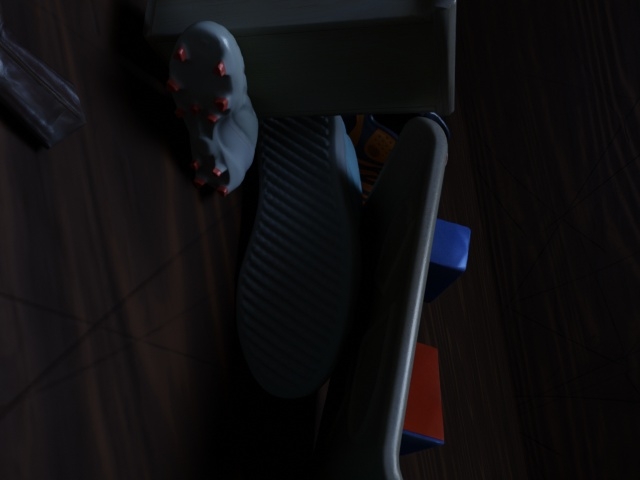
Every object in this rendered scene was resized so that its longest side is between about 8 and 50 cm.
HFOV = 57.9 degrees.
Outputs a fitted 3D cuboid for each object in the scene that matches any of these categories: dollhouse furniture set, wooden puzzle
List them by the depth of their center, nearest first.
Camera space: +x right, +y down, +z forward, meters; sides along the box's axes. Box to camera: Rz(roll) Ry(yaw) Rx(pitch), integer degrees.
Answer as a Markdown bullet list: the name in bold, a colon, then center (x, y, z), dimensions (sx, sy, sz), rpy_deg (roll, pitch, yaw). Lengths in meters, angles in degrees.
- **dollhouse furniture set**: center (0.004, -0.336, 0.569), dimensions (0.362, 0.256, 0.394), rpy_deg (53, 40, -71)
- **wooden puzzle**: center (0.071, 0.101, 0.606), dimensions (0.322, 0.080, 0.348), rpy_deg (112, -11, -63)

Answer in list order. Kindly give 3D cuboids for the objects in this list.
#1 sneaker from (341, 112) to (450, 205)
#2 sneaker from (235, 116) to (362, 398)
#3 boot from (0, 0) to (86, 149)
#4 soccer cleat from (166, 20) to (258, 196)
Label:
- **sneaker**: center (0.118, -0.090, 0.877), dimensions (0.321, 0.180, 0.124), rpy_deg (49, 61, -41)
- **sneaker**: center (0.000, 0.000, 0.670), dimensions (0.150, 0.135, 0.366), rpy_deg (42, 48, -59)
- **boot**: center (-0.200, -0.132, 0.393), dimensions (0.114, 0.037, 0.106), rpy_deg (43, 55, -48)
- **soccer cleat**: center (-0.091, -0.121, 0.525), dimensions (0.196, 0.068, 0.076), rpy_deg (99, 17, -57)
